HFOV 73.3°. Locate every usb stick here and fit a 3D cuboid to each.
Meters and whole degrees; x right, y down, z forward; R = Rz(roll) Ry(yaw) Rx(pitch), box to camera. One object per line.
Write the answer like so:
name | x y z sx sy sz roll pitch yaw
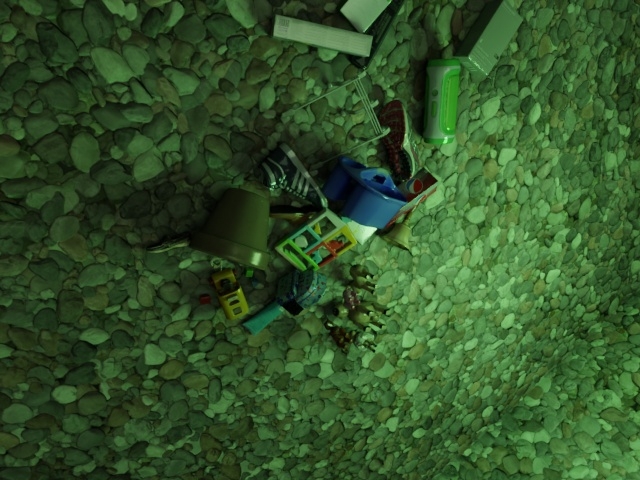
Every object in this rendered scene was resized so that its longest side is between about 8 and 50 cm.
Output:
usb stick | 0.192 -0.716 1.465 0.077 0.045 0.278 27 97 -21

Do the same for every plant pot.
plant pot | -0.275 -0.045 1.426 0.263 0.263 0.229 19 82 -28

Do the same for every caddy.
caddy | 0.166 -0.181 1.507 0.179 0.241 0.341 -52 153 20

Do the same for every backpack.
backpack | -0.065 0.177 1.599 0.173 0.158 0.117 -29 124 33

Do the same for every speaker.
speaker | 0.450 -0.517 1.606 0.131 0.131 0.297 -10 113 -20

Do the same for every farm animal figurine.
farm animal figurine | 0.147 0.273 1.762 0.326 0.172 0.330 26 90 -41

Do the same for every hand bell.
hand bell | 0.356 -0.093 1.753 0.126 0.126 0.242 29 85 -29

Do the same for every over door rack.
over door rack | 0.049 -0.412 1.495 0.324 0.108 0.240 -28 119 5

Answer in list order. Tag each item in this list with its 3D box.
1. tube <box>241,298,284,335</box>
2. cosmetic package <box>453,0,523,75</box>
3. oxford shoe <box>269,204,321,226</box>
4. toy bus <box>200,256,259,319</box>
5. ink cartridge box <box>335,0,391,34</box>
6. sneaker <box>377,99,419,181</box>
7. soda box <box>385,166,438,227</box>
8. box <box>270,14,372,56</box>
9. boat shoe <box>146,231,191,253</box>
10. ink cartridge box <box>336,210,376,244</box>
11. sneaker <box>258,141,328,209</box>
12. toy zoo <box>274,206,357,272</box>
tube | -0.201 0.286 1.675 0.207 0.052 0.080 -39 115 0
cosmetic package | 0.625 -0.755 1.606 0.127 0.107 0.238 27 100 -26
oxford shoe | -0.098 -0.084 1.565 0.212 0.076 0.076 3 119 -24
toy bus | -0.325 0.186 1.540 0.202 0.104 0.191 22 105 -34
ink cartridge box | 0.162 -0.787 1.383 0.109 0.062 0.209 35 110 -31
sneaker | 0.299 -0.376 1.614 0.112 0.120 0.299 -37 123 -40
soda box | 0.332 -0.169 1.692 0.263 0.092 0.083 -36 157 -6
box | 0.004 -0.650 1.373 0.323 0.063 0.067 4 109 -16
boat shoe | -0.506 0.005 1.433 0.152 0.056 0.049 -17 110 -28
ink cartridge box | 0.140 -0.058 1.664 0.090 0.092 0.143 -47 121 -1
sneaker | -0.101 -0.188 1.506 0.153 0.099 0.282 -40 115 -8
toy zoo | 0.000 0.000 1.599 0.293 0.030 0.192 -34 122 18
